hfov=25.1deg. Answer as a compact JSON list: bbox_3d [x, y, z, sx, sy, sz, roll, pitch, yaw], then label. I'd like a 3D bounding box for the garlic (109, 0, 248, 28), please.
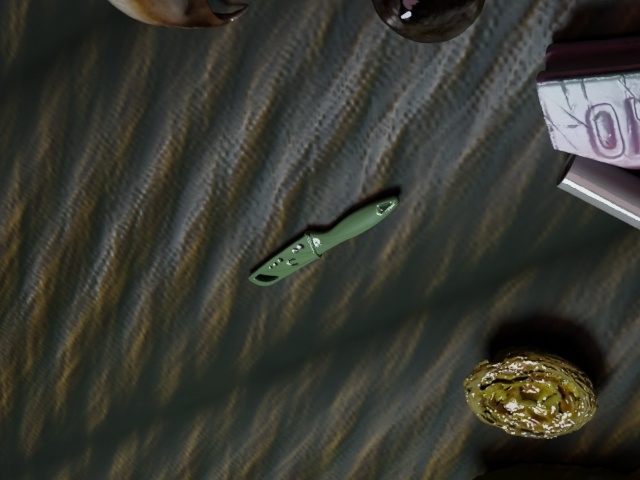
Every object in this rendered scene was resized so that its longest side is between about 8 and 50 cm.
[{"bbox_3d":[-0.142,-0.246,1.119,0.115,0.128,0.206,34,148,24],"label":"garlic"}]

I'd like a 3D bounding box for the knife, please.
[{"bbox_3d":[0.000,0.000,1.341,0.030,0.014,0.207,41,134,-19],"label":"knife"}]

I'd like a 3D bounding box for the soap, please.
[{"bbox_3d":[0.251,-0.106,1.107,0.149,0.056,0.100,-2,132,25],"label":"soap"}]

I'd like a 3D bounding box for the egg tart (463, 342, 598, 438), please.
[{"bbox_3d":[0.200,0.139,1.361,0.129,0.049,0.128,9,136,8],"label":"egg tart"}]

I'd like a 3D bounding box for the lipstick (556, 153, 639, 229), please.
[{"bbox_3d":[0.260,-0.031,1.183,0.131,0.038,0.038,27,135,-2],"label":"lipstick"}]

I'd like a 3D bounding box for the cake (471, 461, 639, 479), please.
[{"bbox_3d":[0.247,0.319,1.415,0.261,0.179,0.156,-1,131,20],"label":"cake"}]

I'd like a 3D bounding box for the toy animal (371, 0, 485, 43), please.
[{"bbox_3d":[0.025,-0.225,1.020,0.121,0.233,0.168,-39,68,32],"label":"toy animal"}]
